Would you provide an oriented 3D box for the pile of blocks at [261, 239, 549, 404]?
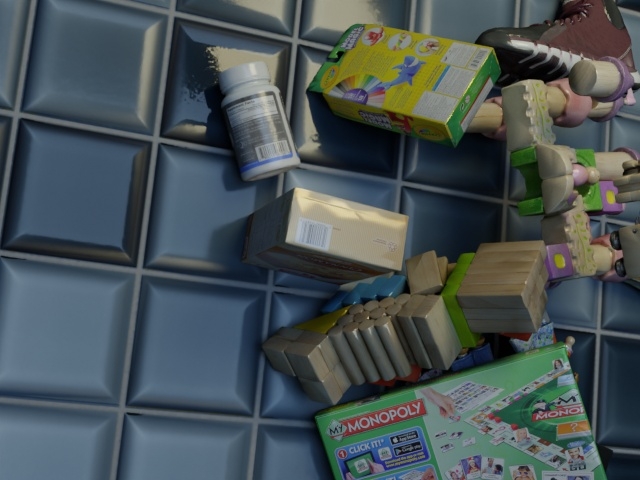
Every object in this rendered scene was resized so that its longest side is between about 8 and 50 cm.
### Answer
[{"bbox_3d":[0.116,0.108,1.143,0.362,0.149,0.112,-17,118,13],"label":"pile of blocks"}]

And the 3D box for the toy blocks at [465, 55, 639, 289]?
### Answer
[{"bbox_3d":[0.362,-0.079,1.194,0.260,0.309,0.288,-4,84,-37],"label":"toy blocks"}]

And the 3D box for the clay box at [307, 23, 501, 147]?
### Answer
[{"bbox_3d":[0.104,-0.206,1.192,0.127,0.222,0.053,-57,143,-17],"label":"clay box"}]

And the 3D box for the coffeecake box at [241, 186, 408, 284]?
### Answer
[{"bbox_3d":[0.000,0.000,1.109,0.142,0.185,0.068,13,78,-18],"label":"coffeecake box"}]

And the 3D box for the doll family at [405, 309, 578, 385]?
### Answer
[{"bbox_3d":[0.238,0.193,1.188,0.263,0.118,0.163,-24,99,-12],"label":"doll family"}]

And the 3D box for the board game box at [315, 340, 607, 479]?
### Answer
[{"bbox_3d":[0.176,0.270,1.130,0.317,0.046,0.213,-17,89,10],"label":"board game box"}]

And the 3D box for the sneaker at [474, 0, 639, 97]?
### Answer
[{"bbox_3d":[0.336,-0.301,1.327,0.281,0.106,0.162,9,74,-28],"label":"sneaker"}]

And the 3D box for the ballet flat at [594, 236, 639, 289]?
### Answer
[{"bbox_3d":[0.490,0.045,1.345,0.213,0.068,0.072,17,78,-18],"label":"ballet flat"}]

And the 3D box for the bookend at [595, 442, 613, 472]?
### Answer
[{"bbox_3d":[0.348,0.328,1.210,0.072,0.156,0.157,26,74,-15],"label":"bookend"}]

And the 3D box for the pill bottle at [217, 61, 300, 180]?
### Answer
[{"bbox_3d":[-0.080,-0.149,1.157,0.078,0.078,0.137,-15,88,-21],"label":"pill bottle"}]
